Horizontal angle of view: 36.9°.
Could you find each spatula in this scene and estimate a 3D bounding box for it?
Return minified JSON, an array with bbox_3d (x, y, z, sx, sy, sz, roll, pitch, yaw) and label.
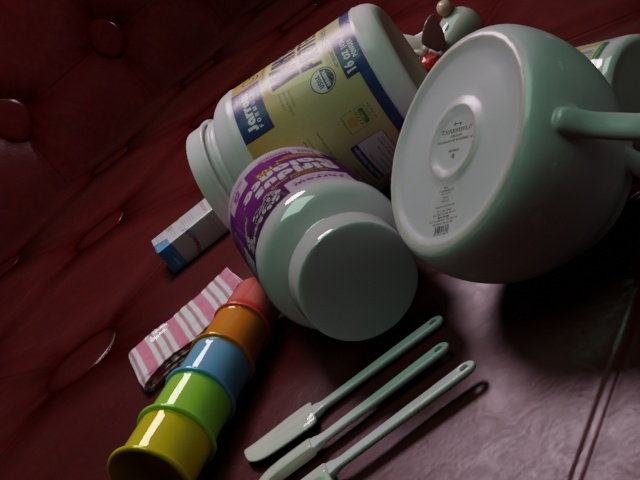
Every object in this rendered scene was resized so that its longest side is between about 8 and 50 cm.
[{"bbox_3d":[0.033,0.166,0.888,0.242,0.019,0.168,-36,15,2],"label":"spatula"}]

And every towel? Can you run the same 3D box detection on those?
[{"bbox_3d":[-0.183,0.117,1.325,0.197,0.029,0.144,-41,20,-9],"label":"towel"}]

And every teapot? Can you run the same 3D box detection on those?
[{"bbox_3d":[0.199,-0.068,0.886,0.253,0.187,0.256,-61,27,29],"label":"teapot"}]

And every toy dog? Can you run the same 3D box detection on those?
[{"bbox_3d":[0.103,-0.283,1.519,0.220,0.161,0.334,-14,31,46],"label":"toy dog"}]

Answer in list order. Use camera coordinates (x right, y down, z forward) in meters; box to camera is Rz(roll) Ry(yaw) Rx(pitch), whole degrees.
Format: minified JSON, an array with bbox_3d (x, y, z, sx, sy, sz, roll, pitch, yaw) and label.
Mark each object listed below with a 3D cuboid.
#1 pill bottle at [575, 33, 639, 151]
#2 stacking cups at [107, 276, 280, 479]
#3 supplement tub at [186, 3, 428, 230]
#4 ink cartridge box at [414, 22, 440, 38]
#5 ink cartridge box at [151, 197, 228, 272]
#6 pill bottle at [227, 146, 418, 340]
[{"bbox_3d":[0.264,-0.144,1.020,0.117,0.118,0.208,-47,23,-24],"label":"pill bottle"},{"bbox_3d":[-0.125,0.148,1.064,0.096,0.096,0.316,-24,25,33],"label":"stacking cups"},{"bbox_3d":[-0.002,-0.148,1.310,0.316,0.228,0.228,-31,21,17],"label":"supplement tub"},{"bbox_3d":[0.199,-0.362,1.691,0.048,0.028,0.083,-22,9,36],"label":"ink cartridge box"},{"bbox_3d":[-0.219,-0.010,1.625,0.122,0.052,0.088,-40,21,-3],"label":"ink cartridge box"},{"bbox_3d":[0.000,0.000,1.071,0.169,0.169,0.301,-38,22,-2],"label":"pill bottle"}]
